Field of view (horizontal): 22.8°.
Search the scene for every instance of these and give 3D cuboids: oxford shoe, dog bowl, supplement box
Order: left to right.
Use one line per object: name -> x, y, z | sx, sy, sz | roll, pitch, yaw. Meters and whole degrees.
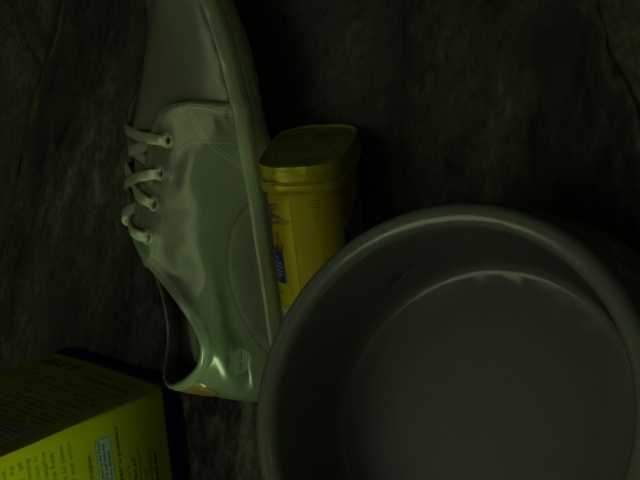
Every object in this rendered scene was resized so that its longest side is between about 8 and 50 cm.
supplement box -> -0.327, 0.265, 1.599 | 0.194, 0.356, 0.195 | 11, 113, 44
oxford shoe -> -0.116, -0.060, 1.396 | 0.169, 0.130, 0.449 | -148, 48, -71
dog bowl -> 0.109, 0.131, 1.156 | 0.349, 0.102, 0.348 | -6, 75, 25

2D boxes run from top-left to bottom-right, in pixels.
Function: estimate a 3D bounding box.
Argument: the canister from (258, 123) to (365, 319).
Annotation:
canister -> 0.000, 0.000, 1.331 | 0.073, 0.126, 0.170 | -3, 110, 11
